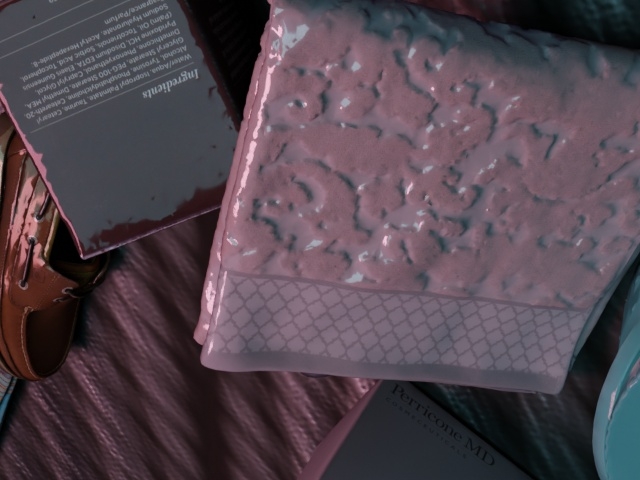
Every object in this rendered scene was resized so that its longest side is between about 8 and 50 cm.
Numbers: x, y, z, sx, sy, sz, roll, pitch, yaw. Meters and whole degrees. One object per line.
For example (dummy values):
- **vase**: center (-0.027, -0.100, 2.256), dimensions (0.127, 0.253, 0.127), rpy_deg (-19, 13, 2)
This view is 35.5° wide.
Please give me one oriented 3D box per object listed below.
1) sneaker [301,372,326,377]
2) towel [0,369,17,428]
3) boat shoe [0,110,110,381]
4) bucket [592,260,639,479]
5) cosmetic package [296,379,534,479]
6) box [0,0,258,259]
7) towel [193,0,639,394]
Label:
- **sneaker**: center (0.000, 0.000, 0.853), dimensions (0.111, 0.121, 0.300), rpy_deg (18, 122, 18)
- **towel**: center (-0.518, 0.195, 1.193), dimensions (0.271, 0.040, 0.370), rpy_deg (20, 129, -15)
- **boat shoe**: center (-0.275, 0.024, 1.008), dimensions (0.104, 0.111, 0.307), rpy_deg (17, 122, 19)
- **bucket**: center (0.336, 0.116, 0.709), dimensions (0.281, 0.183, 0.281), rpy_deg (12, 120, 21)
- **cosmetic package**: center (0.039, 0.310, 0.837), dimensions (0.217, 0.385, 0.156), rpy_deg (37, 127, 2)
- **box**: center (-0.142, -0.126, 0.800), dimensions (0.167, 0.168, 0.203), rpy_deg (-20, 106, 11)
- **towel**: center (0.091, -0.015, 0.744), dimensions (0.332, 0.053, 0.317), rpy_deg (7, 125, -15)
